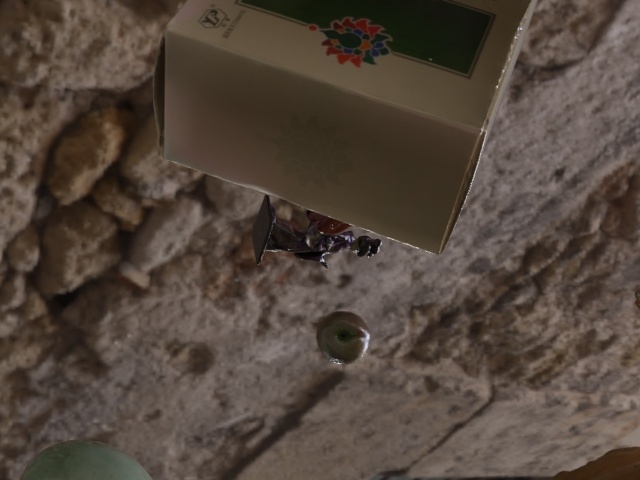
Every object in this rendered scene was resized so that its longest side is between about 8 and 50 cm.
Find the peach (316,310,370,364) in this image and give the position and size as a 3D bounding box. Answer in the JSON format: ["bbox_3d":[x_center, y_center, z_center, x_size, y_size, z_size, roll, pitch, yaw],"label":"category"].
[{"bbox_3d":[0.033,0.144,1.446,0.083,0.083,0.083,-12,-106,47],"label":"peach"}]

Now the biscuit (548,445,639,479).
[{"bbox_3d":[0.330,0.402,1.015,0.365,0.062,0.385,-32,-79,9],"label":"biscuit"}]

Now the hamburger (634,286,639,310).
[{"bbox_3d":[0.463,0.141,1.103,0.125,0.235,0.214,-34,-151,26],"label":"hamburger"}]

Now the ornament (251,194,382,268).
[{"bbox_3d":[-0.006,0.006,1.500,0.081,0.203,0.088,-60,-153,32],"label":"ornament"}]

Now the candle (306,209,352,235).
[{"bbox_3d":[0.056,-0.056,0.925,0.162,0.053,0.048,-32,-162,21],"label":"candle"}]

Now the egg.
[{"bbox_3d":[-0.304,0.398,1.320,0.203,0.203,0.282,3,-56,49],"label":"egg"}]

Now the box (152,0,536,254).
[{"bbox_3d":[0.027,-0.117,0.550,0.095,0.168,0.212,98,13,-48],"label":"box"}]
